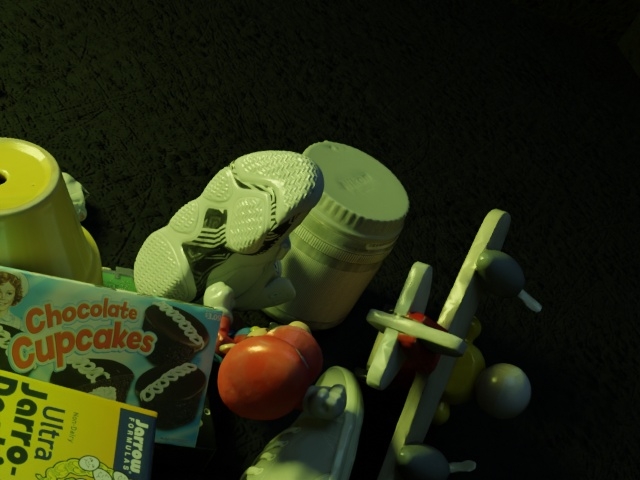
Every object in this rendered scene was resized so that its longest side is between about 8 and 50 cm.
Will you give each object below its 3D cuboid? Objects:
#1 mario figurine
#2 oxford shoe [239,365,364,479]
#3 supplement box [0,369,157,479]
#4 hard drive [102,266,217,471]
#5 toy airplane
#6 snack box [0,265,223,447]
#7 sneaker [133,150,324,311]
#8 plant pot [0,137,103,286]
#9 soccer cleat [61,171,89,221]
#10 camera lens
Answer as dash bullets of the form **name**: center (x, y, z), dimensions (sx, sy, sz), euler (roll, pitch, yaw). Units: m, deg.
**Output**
- **mario figurine**: center (-0.066, 0.153, 1.553), dimensions (0.198, 0.170, 0.320), euler (8, -1, -15)
- **oxford shoe**: center (-0.039, 0.323, 1.529), dimensions (0.130, 0.169, 0.449), euler (26, 38, -5)
- **supplement box**: center (-0.388, 0.276, 1.254), dimensions (0.356, 0.195, 0.194), euler (19, 42, -19)
- **hard drive**: center (-0.289, 0.173, 1.609), dimensions (0.237, 0.064, 0.339), euler (12, 38, -27)
- **toy airplane**: center (0.196, 0.184, 1.692), dimensions (0.272, 0.386, 0.384), euler (23, 33, 7)
- **snack box**: center (-0.297, 0.148, 1.417), dimensions (0.322, 0.187, 0.060), euler (13, -3, -26)
- **sneaker**: center (-0.092, -0.005, 1.641), dimensions (0.210, 0.366, 0.137), euler (12, 53, -48)
- **plant pot**: center (-0.426, 0.002, 1.498), dimensions (0.254, 0.239, 0.254), euler (4, 41, -3)
- **soccer cleat**: center (-0.415, -0.041, 1.792), dimensions (0.076, 0.068, 0.196), euler (30, 31, -21)
- **camera lens**: center (0.000, 0.000, 1.877), dimensions (0.219, 0.274, 0.219), euler (22, 34, -16)
